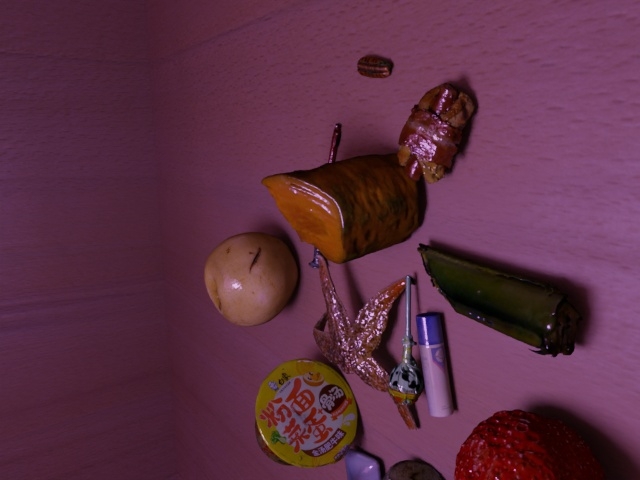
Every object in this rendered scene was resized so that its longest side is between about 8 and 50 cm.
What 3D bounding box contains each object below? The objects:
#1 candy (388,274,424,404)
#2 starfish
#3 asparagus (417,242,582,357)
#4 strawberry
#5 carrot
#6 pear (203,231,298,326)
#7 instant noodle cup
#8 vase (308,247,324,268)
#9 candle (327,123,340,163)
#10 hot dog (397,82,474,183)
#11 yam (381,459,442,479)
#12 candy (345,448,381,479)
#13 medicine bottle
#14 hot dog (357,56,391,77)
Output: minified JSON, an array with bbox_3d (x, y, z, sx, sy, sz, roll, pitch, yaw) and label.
[{"bbox_3d":[0.206,0.236,1.176,0.091,0.083,0.306,63,-151,-86],"label":"candy"},{"bbox_3d":[0.107,0.252,1.313,0.398,0.132,0.384,21,109,47],"label":"starfish"},{"bbox_3d":[0.323,0.106,0.983,0.382,0.108,0.129,23,117,53],"label":"asparagus"},{"bbox_3d":[0.368,0.429,0.839,0.277,0.257,0.258,7,-107,-83],"label":"strawberry"},{"bbox_3d":[0.058,-0.073,1.161,0.241,0.340,0.242,164,90,-71],"label":"carrot"},{"bbox_3d":[-0.222,0.121,1.603,0.309,0.309,0.309,16,109,52],"label":"pear"},{"bbox_3d":[-0.063,0.539,1.480,0.311,0.311,0.221,64,152,23],"label":"instant noodle cup"},{"bbox_3d":[0.000,0.000,1.454,0.059,0.059,0.167,28,120,49],"label":"vase"},{"bbox_3d":[0.033,-0.244,1.389,0.026,0.021,0.167,40,127,44],"label":"candle"},{"bbox_3d":[0.234,-0.226,1.041,0.146,0.103,0.213,42,128,43],"label":"hot dog"},{"bbox_3d":[0.202,0.672,1.239,0.154,0.154,0.255,44,132,41],"label":"yam"},{"bbox_3d":[0.125,0.699,1.409,0.138,0.071,0.174,-5,92,55],"label":"candy"},{"bbox_3d":[0.264,0.285,1.140,0.059,0.059,0.231,-7,91,55],"label":"medicine bottle"},{"bbox_3d":[0.128,-0.424,1.206,0.122,0.037,0.049,30,123,50],"label":"hot dog"}]
